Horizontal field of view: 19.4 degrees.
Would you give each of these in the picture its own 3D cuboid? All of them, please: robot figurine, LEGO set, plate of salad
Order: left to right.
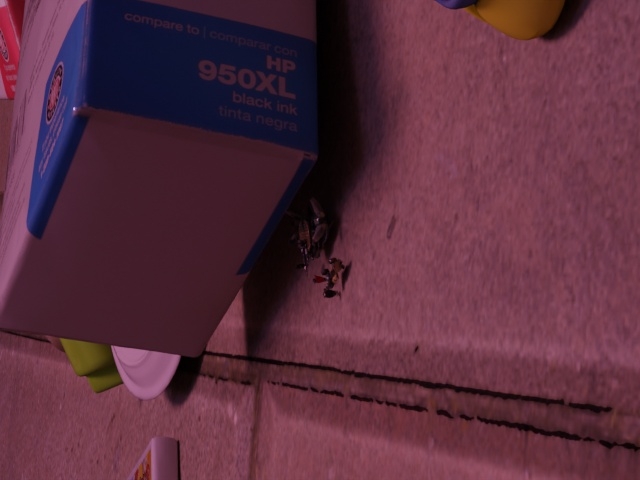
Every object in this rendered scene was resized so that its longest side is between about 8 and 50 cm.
[{"bbox_3d":[-0.205,0.078,1.704,0.115,0.067,0.101,67,-159,0],"label":"robot figurine"},{"bbox_3d":[-0.138,0.035,1.584,0.200,0.048,0.200,-7,82,63],"label":"plate of salad"},{"bbox_3d":[0.000,0.003,1.220,0.054,0.023,0.083,114,142,-49],"label":"LEGO set"}]

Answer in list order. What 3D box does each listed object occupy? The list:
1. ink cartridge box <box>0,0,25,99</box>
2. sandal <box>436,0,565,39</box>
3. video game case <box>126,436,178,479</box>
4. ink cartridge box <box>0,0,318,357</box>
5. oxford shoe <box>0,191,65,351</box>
[{"bbox_3d":[-0.262,-0.331,1.691,0.279,0.160,0.385,-164,57,-72],"label":"ink cartridge box"},{"bbox_3d":[0.028,-0.205,1.002,0.317,0.138,0.126,-122,39,-65],"label":"sandal"},{"bbox_3d":[-0.154,0.309,1.591,0.206,0.026,0.227,124,148,-56],"label":"video game case"},{"bbox_3d":[-0.119,-0.159,1.353,0.285,0.166,0.395,123,152,-53],"label":"ink cartridge box"},{"bbox_3d":[-0.302,0.034,1.932,0.397,0.146,0.141,-149,66,-70],"label":"oxford shoe"}]
